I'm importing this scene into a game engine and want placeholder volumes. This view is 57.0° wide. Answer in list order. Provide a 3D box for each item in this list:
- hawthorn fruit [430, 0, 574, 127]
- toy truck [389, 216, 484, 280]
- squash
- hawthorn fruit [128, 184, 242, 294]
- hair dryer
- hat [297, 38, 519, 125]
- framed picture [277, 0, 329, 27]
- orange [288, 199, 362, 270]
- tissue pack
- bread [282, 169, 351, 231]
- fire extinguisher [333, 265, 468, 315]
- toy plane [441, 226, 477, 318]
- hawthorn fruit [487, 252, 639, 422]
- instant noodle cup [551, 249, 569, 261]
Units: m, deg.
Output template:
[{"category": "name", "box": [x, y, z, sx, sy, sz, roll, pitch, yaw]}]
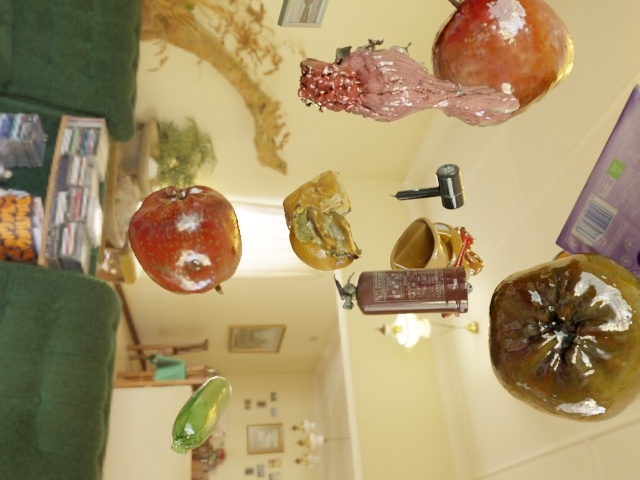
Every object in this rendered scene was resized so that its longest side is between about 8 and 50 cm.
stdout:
[{"category": "hawthorn fruit", "box": [0.312, -0.331, 1.015, 0.231, 0.235, 0.263, 23, -56, 42]}, {"category": "toy truck", "box": [0.346, 0.061, 1.766, 0.204, 0.211, 0.288, -53, -159, 25]}, {"category": "squash", "box": [-0.296, 0.431, 1.488, 0.379, 0.101, 0.101, -51, 143, -80]}, {"category": "hawthorn fruit", "box": [-0.313, 0.007, 1.430, 0.300, 0.275, 0.275, 62, -5, -11]}, {"category": "hair dryer", "box": [0.309, -0.150, 1.736, 0.071, 0.219, 0.124, -70, 147, -48]}, {"category": "hat", "box": [0.097, -0.215, 0.797, 0.236, 0.286, 0.107, 33, -57, 54]}, {"category": "framed picture", "box": [-0.015, -0.557, 1.264, 0.015, 0.150, 0.203, 35, -57, 23]}, {"category": "orange", "box": [0.000, 0.000, 1.200, 0.112, 0.170, 0.160, -53, 176, 28]}, {"category": "tissue pack", "box": [0.594, -0.076, 1.004, 0.242, 0.160, 0.338, 47, -42, 38]}, {"category": "bread", "box": [-0.021, -0.121, 1.970, 0.099, 0.235, 0.210, 45, 19, -39]}, {"category": "fire extinguisher", "box": [0.157, 0.100, 1.191, 0.105, 0.269, 0.105, -4, 90, -79]}, {"category": "toy plane", "box": [0.293, 0.074, 1.293, 0.126, 0.077, 0.194, 121, -12, -64]}, {"category": "hawthorn fruit", "box": [0.418, 0.164, 0.980, 0.301, 0.267, 0.268, 34, 45, -53]}, {"category": "instant noodle cup", "box": [0.815, 0.118, 1.837, 0.208, 0.125, 0.178, -11, -122, 59]}]
